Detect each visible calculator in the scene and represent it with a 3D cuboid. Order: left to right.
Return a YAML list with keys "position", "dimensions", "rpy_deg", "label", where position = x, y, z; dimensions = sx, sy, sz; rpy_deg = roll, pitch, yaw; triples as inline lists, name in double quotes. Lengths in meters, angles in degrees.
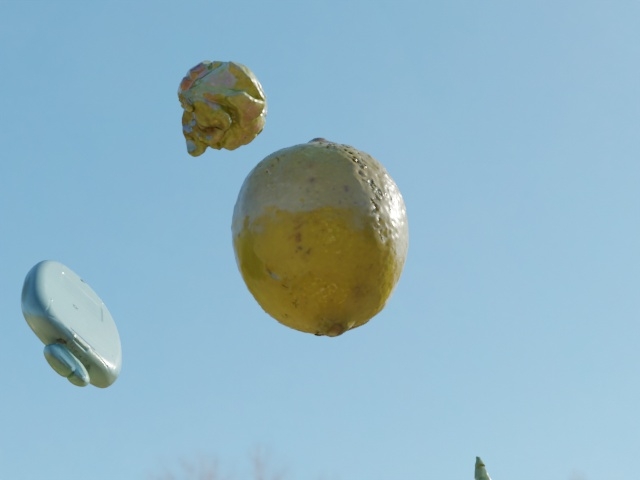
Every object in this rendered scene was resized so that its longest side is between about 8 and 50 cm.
- position: [-0.352, 0.119, 2.199]
  dimensions: [0.042, 0.295, 0.184]
  rpy_deg: [-40, -68, 10]
  label: "calculator"

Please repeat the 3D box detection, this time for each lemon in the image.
- position: [0.000, 0.000, 2.216]
  dimensions: [0.258, 0.310, 0.258]
  rpy_deg: [-7, -26, -3]
  label: "lemon"

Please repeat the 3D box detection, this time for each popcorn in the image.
- position: [-0.101, -0.137, 1.590]
  dimensions: [0.109, 0.089, 0.097]
  rpy_deg: [-21, -60, 41]
  label: "popcorn"

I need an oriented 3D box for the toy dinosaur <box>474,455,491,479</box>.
- position: [0.236, 0.368, 1.858]
  dimensions: [0.094, 0.259, 0.153]
  rpy_deg: [9, -33, -31]
  label: "toy dinosaur"
